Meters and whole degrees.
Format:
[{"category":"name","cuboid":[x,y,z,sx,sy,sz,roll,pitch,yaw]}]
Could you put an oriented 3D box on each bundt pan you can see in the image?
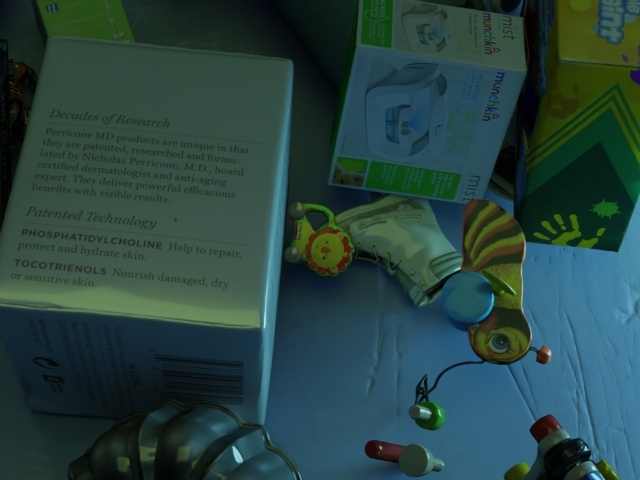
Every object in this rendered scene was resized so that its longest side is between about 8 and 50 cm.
[{"category":"bundt pan","cuboid":[-0.177,0.354,1.494,0.330,0.124,0.331,-1,86,14]}]

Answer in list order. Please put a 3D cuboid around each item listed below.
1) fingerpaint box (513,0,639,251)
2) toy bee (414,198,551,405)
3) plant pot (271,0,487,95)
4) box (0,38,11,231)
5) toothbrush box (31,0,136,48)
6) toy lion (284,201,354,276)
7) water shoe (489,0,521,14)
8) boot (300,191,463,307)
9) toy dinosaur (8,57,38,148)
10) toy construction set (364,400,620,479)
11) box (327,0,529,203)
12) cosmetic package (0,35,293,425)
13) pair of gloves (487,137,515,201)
[{"category":"fingerpaint box","cuboid":[0.371,-0.273,1.785,0.163,0.371,0.445,6,54,2]},{"category":"toy bee","cuboid":[0.241,0.103,1.726,0.162,0.195,0.298,13,101,10]},{"category":"plant pot","cuboid":[0.064,-0.404,1.929,0.341,0.341,0.334,-24,73,-16]},{"category":"box","cuboid":[-0.554,-0.124,1.756,0.242,0.076,0.308,0,102,-2]},{"category":"toothbrush box","cuboid":[-0.351,-0.303,1.898,0.122,0.206,0.283,-15,63,-11]},{"category":"toy lion","cuboid":[0.000,0.000,1.771,0.096,0.034,0.100,5,83,1]},{"category":"water shoe","cuboid":[0.302,-0.447,2.106,0.080,0.073,0.203,8,53,27]},{"category":"boot","cuboid":[0.091,0.028,1.809,0.213,0.077,0.165,-25,67,-17]},{"category":"toy dinosaur","cuboid":[-0.543,-0.238,1.911,0.218,0.164,0.322,-22,36,-30]},{"category":"toy construction set","cuboid":[0.233,0.328,1.607,0.308,0.237,0.258,29,92,32]},{"category":"box","cuboid":[0.142,-0.192,1.766,0.231,0.262,0.127,9,47,-4]},{"category":"cosmetic package","cuboid":[-0.212,-0.002,1.662,0.327,0.329,0.394,5,59,0]},{"category":"pair of gloves","cuboid":[0.352,-0.127,1.930,0.204,0.042,0.240,36,59,22]}]
